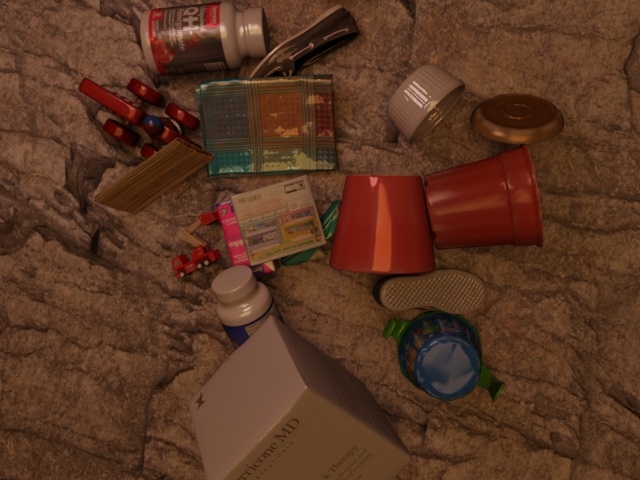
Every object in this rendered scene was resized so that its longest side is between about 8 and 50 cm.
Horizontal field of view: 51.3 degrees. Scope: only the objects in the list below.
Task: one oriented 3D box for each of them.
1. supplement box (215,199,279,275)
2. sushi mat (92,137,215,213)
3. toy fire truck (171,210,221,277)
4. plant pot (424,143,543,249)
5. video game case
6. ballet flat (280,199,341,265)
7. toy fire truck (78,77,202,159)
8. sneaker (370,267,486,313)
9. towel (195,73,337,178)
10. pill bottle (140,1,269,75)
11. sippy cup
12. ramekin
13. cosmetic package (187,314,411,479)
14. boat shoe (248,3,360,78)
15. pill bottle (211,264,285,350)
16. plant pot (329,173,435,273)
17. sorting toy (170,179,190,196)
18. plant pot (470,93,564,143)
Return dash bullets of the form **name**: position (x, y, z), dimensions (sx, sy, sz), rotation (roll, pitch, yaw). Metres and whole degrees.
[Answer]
- **supplement box**: position (-0.197, -0.011, 1.827), dimensions (0.111, 0.114, 0.220), rotation (-16, 93, 3)
- **sushi mat**: position (-0.446, -0.167, 1.783), dimensions (0.316, 0.151, 0.019), rotation (-30, 65, 21)
- **toy fire truck**: position (-0.343, 0.012, 1.846), dimensions (0.192, 0.047, 0.135), rotation (-25, 90, 21)
- **plant pot**: position (0.414, -0.093, 1.722), dimensions (0.265, 0.272, 0.272), rotation (-10, 91, 12)
- **video game case**: position (-0.111, -0.053, 1.762), dimensions (0.212, 0.023, 0.193), rotation (-17, 91, -8)
- **ballet flat**: position (0.000, 0.000, 1.833), dimensions (0.087, 0.083, 0.247), rotation (42, 96, -18)
- **toy fire truck**: position (-0.467, -0.315, 1.761), dimensions (0.302, 0.254, 0.169), rotation (33, 94, 2)
- **sneaker**: position (0.287, 0.130, 1.804), dimensions (0.321, 0.127, 0.126), rotation (4, 94, -21)
- **towel**: position (-0.144, -0.307, 1.808), dimensions (0.370, 0.040, 0.271), rotation (-3, 112, 4)
- **pill bottle**: position (-0.303, -0.542, 1.782), dimensions (0.318, 0.176, 0.176), rotation (-5, 92, 4)
- **sippy cup**: position (0.322, 0.313, 1.749), dimensions (0.305, 0.224, 0.240), rotation (-5, 91, 4)
- **ramekin**: position (0.269, -0.365, 1.743), dimensions (0.207, 0.207, 0.109), rotation (-45, 80, 4)
- **cosmetic package**: position (-0.060, 0.470, 1.655), dimensions (0.329, 0.327, 0.393), rotation (-47, 121, 5)
- **boat shoe**: position (-0.043, -0.503, 1.800), dimensions (0.335, 0.112, 0.095), rotation (-38, 85, 1)
- **pill bottle**: position (-0.184, 0.204, 1.758), dimensions (0.152, 0.152, 0.272), rotation (-20, 121, 4)
- **plant pot**: position (0.161, -0.048, 1.719), dimensions (0.275, 0.275, 0.243), rotation (1, 95, 4)
- **sorting toy**: position (-0.395, -0.171, 1.882), dimensions (0.083, 0.012, 0.062), rotation (-38, 85, 7)
- **plant pot**: position (0.510, -0.324, 1.723), dimensions (0.236, 0.236, 0.032), rotation (-4, 129, 4)
